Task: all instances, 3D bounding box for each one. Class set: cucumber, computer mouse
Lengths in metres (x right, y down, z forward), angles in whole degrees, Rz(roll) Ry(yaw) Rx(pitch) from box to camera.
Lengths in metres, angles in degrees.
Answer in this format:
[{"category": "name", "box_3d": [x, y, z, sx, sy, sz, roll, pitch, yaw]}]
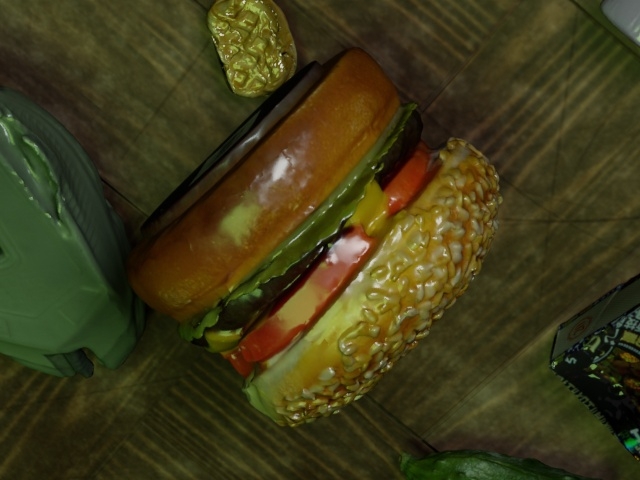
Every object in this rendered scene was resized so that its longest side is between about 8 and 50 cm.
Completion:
[{"category": "cucumber", "box_3d": [0.194, 0.287, 1.410, 0.244, 0.134, 0.134, 20, 124, 20]}, {"category": "computer mouse", "box_3d": [-0.336, -0.028, 1.412, 0.228, 0.145, 0.429, -11, 126, 17]}]

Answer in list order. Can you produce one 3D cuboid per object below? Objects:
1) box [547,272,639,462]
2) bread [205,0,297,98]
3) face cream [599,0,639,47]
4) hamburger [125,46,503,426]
[{"category": "box", "box_3d": [0.400, 0.093, 1.238, 0.198, 0.084, 0.310, 45, 123, -8]}, {"category": "bread", "box_3d": [-0.067, -0.193, 1.273, 0.083, 0.044, 0.110, -10, 111, 24]}, {"category": "face cream", "box_3d": [0.353, -0.268, 1.059, 0.154, 0.096, 0.274, 39, 111, 0]}, {"category": "hamburger", "box_3d": [0.000, 0.000, 1.194, 0.250, 0.330, 0.330, 46, 123, -10]}]
